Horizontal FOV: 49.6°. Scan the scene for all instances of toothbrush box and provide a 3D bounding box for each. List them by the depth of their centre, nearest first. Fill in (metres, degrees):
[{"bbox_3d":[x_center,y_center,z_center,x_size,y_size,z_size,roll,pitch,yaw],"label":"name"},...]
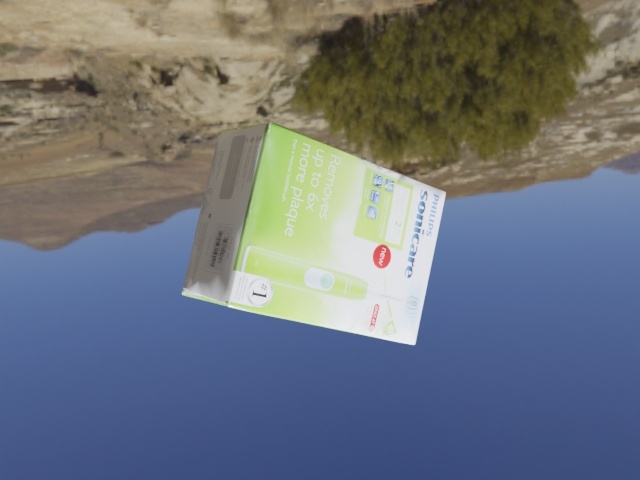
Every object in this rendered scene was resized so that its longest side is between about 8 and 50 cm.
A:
[{"bbox_3d":[0.000,0.000,0.852,0.283,0.206,0.122,18,172,-37],"label":"toothbrush box"}]
